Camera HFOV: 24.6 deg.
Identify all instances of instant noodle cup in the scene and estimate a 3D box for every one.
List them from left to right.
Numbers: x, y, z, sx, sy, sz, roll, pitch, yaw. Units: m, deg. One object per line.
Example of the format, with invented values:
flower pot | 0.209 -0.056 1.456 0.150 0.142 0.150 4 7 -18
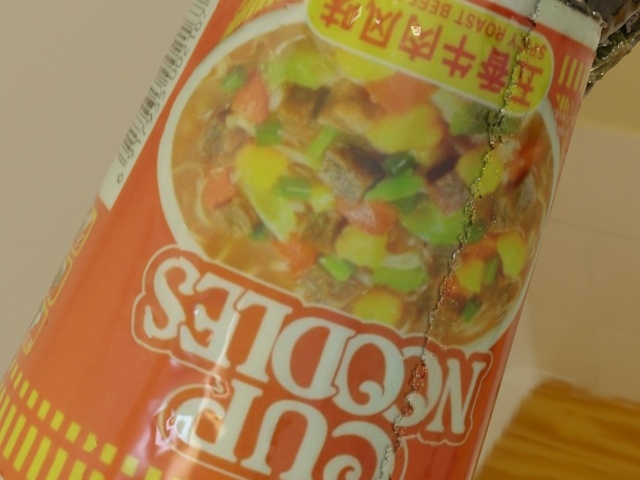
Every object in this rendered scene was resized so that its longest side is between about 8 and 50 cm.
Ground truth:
instant noodle cup | 0.000 0.000 0.510 0.193 0.193 0.212 9 -76 -60

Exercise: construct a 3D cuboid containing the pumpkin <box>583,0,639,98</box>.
pumpkin | 0.128 -0.206 1.126 0.323 0.241 0.323 -41 -12 -11
